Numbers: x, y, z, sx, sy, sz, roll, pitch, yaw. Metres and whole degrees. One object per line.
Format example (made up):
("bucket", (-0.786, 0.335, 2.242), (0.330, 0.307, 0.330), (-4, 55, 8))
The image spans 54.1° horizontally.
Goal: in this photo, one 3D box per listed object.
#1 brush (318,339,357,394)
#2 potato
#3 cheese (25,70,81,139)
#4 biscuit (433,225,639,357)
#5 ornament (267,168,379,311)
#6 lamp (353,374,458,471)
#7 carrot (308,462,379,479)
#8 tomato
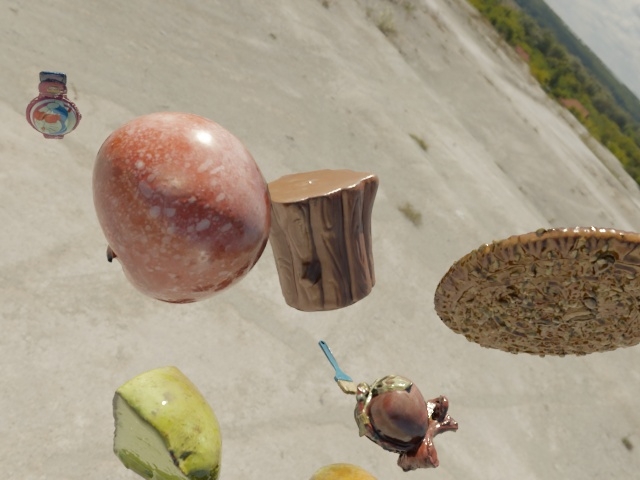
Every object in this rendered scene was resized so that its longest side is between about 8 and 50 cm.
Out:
("brush", (0.034, 0.290, 1.447), (0.051, 0.014, 0.164), (19, 26, -41))
("potato", (-0.313, 0.446, 1.443), (0.280, 0.330, 0.213), (37, 49, 18))
("cheese", (-0.485, -0.243, 1.140), (0.095, 0.145, 0.038), (-1, 45, -22))
("biscuit", (0.288, 0.078, 0.754), (0.305, 0.305, 0.038), (29, 52, -30))
("ornament", (0.000, 0.000, 1.123), (0.221, 0.236, 0.217), (-63, 144, -67))
("lamp", (0.166, 0.368, 1.323), (0.215, 0.151, 0.223), (-44, 109, -46))
("carrot", (0.095, 0.707, 1.597), (0.224, 0.341, 0.224), (1, 88, -27))
("tomato", (-0.183, -0.046, 0.875), (0.270, 0.227, 0.270), (169, -90, -87))
